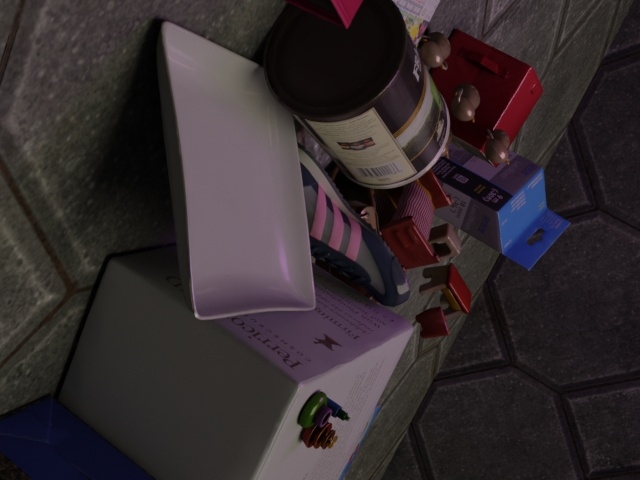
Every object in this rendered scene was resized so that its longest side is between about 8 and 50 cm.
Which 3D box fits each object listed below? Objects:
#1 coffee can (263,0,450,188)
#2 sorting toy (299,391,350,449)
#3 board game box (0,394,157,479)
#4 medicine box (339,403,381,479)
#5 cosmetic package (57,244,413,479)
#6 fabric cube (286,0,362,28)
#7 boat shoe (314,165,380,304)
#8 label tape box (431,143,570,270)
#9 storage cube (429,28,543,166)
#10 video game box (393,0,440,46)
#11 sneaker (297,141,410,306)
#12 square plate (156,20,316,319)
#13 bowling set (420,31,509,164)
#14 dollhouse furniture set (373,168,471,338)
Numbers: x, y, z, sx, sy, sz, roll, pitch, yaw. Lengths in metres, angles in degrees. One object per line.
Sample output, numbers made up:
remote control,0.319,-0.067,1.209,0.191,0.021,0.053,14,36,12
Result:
coffee can,0.061,-0.214,1.352,0.201,0.201,0.275,-57,154,-4
sorting toy,0.007,0.233,1.188,0.061,0.042,0.102,-47,155,-29
board game box,-0.365,0.402,1.238,0.141,0.232,0.291,-20,137,-58
medicine box,-0.012,0.510,2.326,0.263,0.149,0.289,-64,160,15
cosmetic package,-0.125,0.214,1.384,0.393,0.329,0.327,-15,133,-62
fabric cube,-0.043,-0.393,0.821,0.258,0.259,0.254,-60,159,-2
boat shoe,0.045,-0.017,1.619,0.120,0.122,0.324,87,-1,-46
label tape box,0.396,-0.107,2.122,0.240,0.333,0.106,-39,152,-42
storage cube,0.324,-0.287,1.917,0.193,0.183,0.215,-59,160,4
video game box,0.126,-0.372,1.538,0.205,0.048,0.187,-7,124,-65
sneaker,0.000,0.000,1.437,0.131,0.319,0.112,-41,179,-25
square plate,-0.108,-0.073,1.196,0.347,0.049,0.344,5,77,-67
bowling set,0.212,-0.223,1.732,0.200,0.287,0.154,-34,-171,22
dollhouse furniture set,0.220,0.046,1.870,0.374,0.152,0.201,54,35,-29
